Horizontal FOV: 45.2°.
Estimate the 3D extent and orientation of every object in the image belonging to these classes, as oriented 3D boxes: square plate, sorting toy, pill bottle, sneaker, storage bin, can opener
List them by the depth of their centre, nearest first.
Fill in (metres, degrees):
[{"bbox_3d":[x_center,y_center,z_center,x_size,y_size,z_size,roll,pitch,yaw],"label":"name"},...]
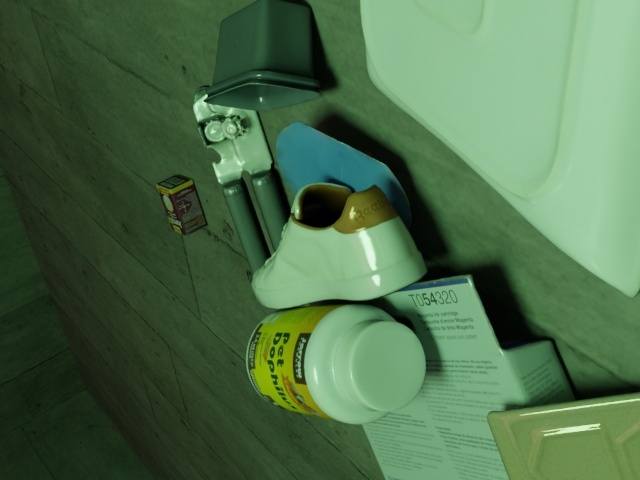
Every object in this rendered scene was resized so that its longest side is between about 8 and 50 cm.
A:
[{"bbox_3d":[0.096,-0.188,0.473,0.347,0.049,0.343,-125,24,-50],"label":"square plate"},{"bbox_3d":[0.258,0.212,0.624,0.208,0.038,0.192,-16,98,37],"label":"sorting toy"},{"bbox_3d":[0.013,0.125,0.793,0.215,0.117,0.117,-13,104,61],"label":"pill bottle"},{"bbox_3d":[-0.054,-0.189,0.793,0.135,0.098,0.091,3,90,59],"label":"storage bin"},{"bbox_3d":[0.000,0.000,0.824,0.290,0.106,0.123,-15,99,58],"label":"sneaker"},{"bbox_3d":[-0.086,-0.067,0.985,0.093,0.074,0.280,-92,-15,-73],"label":"can opener"}]

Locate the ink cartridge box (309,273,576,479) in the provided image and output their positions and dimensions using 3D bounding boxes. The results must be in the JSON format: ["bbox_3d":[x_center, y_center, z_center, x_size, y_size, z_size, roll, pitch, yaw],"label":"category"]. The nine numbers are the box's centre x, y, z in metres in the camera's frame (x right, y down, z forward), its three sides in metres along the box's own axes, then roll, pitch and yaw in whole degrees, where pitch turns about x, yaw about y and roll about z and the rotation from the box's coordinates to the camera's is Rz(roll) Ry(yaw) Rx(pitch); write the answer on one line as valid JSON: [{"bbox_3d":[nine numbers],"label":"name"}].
[{"bbox_3d":[0.143,0.188,0.822,0.324,0.072,0.330,-14,99,62],"label":"ink cartridge box"}]

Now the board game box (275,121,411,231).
[{"bbox_3d":[0.030,-0.067,0.803,0.169,0.033,0.133,29,150,20],"label":"board game box"}]

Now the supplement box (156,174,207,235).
[{"bbox_3d":[-0.221,-0.057,1.227,0.055,0.043,0.083,18,131,50],"label":"supplement box"}]
